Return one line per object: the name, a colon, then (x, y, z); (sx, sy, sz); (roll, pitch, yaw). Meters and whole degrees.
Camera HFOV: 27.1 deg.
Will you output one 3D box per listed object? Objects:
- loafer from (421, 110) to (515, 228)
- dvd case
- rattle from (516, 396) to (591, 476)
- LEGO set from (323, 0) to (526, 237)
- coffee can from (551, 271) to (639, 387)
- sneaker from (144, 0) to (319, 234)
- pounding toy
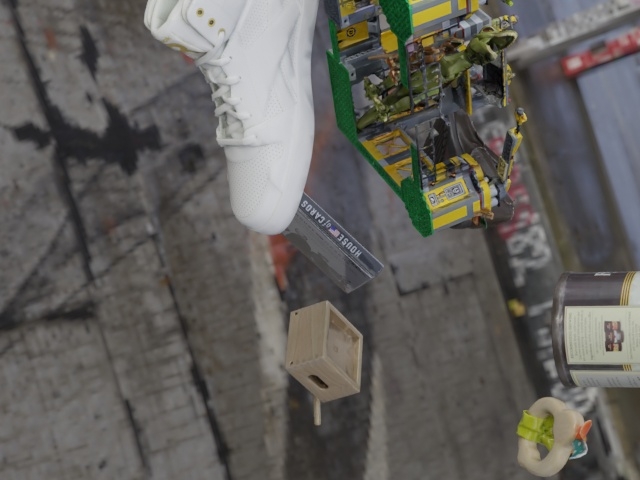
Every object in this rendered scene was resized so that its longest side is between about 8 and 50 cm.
loafer: (0.168, -0.076, 1.508); (0.078, 0.080, 0.220); (14, 35, -15)
dvd case: (0.000, 0.000, 1.937); (0.179, 0.029, 0.239); (43, -11, -1)
rattle: (0.404, 0.315, 2.069); (0.143, 0.200, 0.130); (32, 63, -18)
LEGO set: (0.129, -0.187, 1.243); (0.255, 0.192, 0.331); (47, -25, 54)
coffee can: (0.548, 0.150, 2.232); (0.201, 0.275, 0.201); (-2, 90, -65)
sneaker: (-0.094, -0.154, 1.237); (0.169, 0.108, 0.292); (4, 89, -41)
pounding toy: (0.002, 0.196, 2.100); (0.141, 0.100, 0.130); (46, 36, -39)
